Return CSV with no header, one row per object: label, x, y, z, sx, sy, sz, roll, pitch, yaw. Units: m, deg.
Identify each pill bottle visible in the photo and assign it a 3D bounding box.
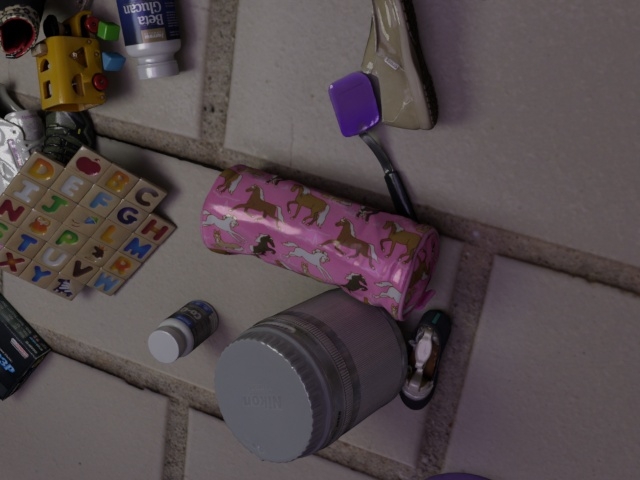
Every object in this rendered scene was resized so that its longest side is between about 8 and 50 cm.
pill bottle,-0.285,-0.358,1.263,0.094,0.094,0.169,-2,107,23
pill bottle,-0.255,0.170,1.403,0.078,0.137,0.078,7,110,20

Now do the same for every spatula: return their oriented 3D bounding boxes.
spatula,0.099,-0.127,1.218,0.084,0.030,0.296,-20,101,39

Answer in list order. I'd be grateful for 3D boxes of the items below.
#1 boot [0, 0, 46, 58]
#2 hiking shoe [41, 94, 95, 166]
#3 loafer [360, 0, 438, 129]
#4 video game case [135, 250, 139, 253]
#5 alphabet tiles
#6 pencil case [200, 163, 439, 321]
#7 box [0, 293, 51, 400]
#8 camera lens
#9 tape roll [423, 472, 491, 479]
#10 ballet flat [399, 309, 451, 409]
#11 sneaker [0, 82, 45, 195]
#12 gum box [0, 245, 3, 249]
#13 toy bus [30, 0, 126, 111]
boot,-0.546,-0.381,1.306,0.236,0.179,0.085,-28,139,34
hiking shoe,-0.476,-0.156,1.397,0.086,0.114,0.227,-4,106,22
loafer,0.101,-0.287,1.126,0.092,0.102,0.269,-13,103,19
video game case,-0.409,-0.021,1.473,0.122,0.011,0.087,5,109,21
alphabet tiles,-0.452,-0.021,1.399,0.285,0.011,0.342,32,120,-29
pencil case,0.000,0.000,1.220,0.386,0.167,0.160,19,90,21
box,-0.716,0.218,1.655,0.220,0.051,0.175,47,118,2
camera lens,-0.006,0.209,1.222,0.219,0.274,0.219,11,109,36
tape roll,0.260,0.560,1.352,0.274,0.090,0.275,7,111,20
ballet flat,0.169,0.213,1.284,0.074,0.074,0.203,19,114,15
sneaker,-0.571,-0.158,1.434,0.152,0.114,0.305,-35,92,29
gum box,-0.596,-0.024,1.518,0.188,0.062,0.107,33,116,9
toy bus,-0.441,-0.319,1.303,0.202,0.104,0.191,48,127,28
